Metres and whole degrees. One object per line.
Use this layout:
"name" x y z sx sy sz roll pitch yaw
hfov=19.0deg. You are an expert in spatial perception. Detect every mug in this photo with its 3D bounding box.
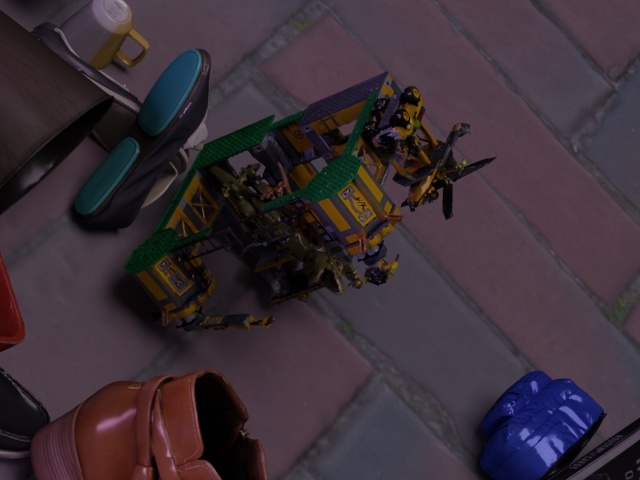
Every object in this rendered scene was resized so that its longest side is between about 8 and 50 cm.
"mug" -0.216 -0.216 1.947 0.078 0.064 0.062 8 56 -37

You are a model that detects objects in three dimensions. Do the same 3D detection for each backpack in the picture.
"backpack" 0.217 0.205 1.992 0.101 0.098 0.120 38 53 8

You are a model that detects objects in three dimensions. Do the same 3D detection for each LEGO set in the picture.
"LEGO set" 0.000 0.000 1.818 0.192 0.331 0.255 52 30 -24

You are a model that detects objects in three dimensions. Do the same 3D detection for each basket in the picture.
"basket" -0.332 -0.149 1.746 0.227 0.154 0.204 45 42 0

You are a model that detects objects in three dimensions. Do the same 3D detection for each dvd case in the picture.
"dvd case" 0.296 0.304 1.977 0.239 0.029 0.179 -24 107 -46

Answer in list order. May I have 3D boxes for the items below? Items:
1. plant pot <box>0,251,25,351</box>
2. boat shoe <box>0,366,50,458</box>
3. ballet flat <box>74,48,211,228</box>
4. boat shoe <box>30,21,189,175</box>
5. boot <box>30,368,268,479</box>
"plant pot" -0.430 0.003 1.462 0.267 0.236 0.267 11 53 -56
"boat shoe" -0.322 0.104 1.626 0.233 0.079 0.084 39 42 -16
"ballet flat" -0.155 -0.092 1.835 0.074 0.203 0.074 36 9 -7
"boat shoe" -0.209 -0.143 1.896 0.206 0.075 0.065 35 47 -9
"boot" -0.108 0.244 1.585 0.109 0.220 0.283 -19 87 -49
